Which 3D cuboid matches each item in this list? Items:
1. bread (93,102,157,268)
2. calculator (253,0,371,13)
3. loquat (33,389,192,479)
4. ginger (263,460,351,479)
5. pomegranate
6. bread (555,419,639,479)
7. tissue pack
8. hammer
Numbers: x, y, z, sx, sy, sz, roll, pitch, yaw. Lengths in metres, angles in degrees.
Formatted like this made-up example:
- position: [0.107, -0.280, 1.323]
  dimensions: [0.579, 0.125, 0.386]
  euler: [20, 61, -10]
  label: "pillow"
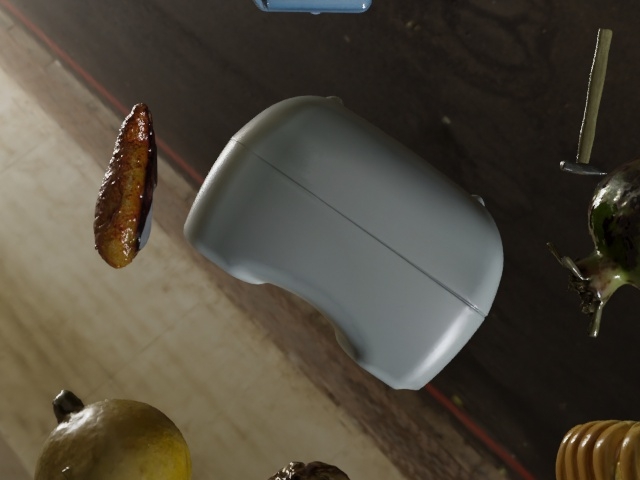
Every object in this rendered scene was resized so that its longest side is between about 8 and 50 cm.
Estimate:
- position: [-0.312, -0.087, 1.394]
  dimensions: [0.139, 0.095, 0.268]
  euler: [160, 113, -79]
  label: "bread"
- position: [-0.010, -0.403, 1.299]
  dimensions: [0.039, 0.210, 0.121]
  euler: [-143, 51, -76]
  label: "calculator"
- position: [-0.224, 0.247, 0.924]
  dimensions: [0.204, 0.172, 0.149]
  euler: [53, -154, 13]
  label: "loquat"
- position: [-0.079, 0.419, 1.146]
  dimensions: [0.165, 0.321, 0.172]
  euler: [23, -176, -43]
  label: "ginger"
- position: [0.309, -0.004, 0.831]
  dimensions: [0.148, 0.169, 0.148]
  euler: [52, -157, -34]
  label: "pomegranate"
- position: [0.461, 0.366, 1.348]
  dimensions: [0.311, 0.121, 0.172]
  euler: [112, 150, -73]
  label: "bread"
- position: [0.038, -0.013, 0.961]
  dimensions: [0.333, 0.236, 0.229]
  euler: [35, -179, -1]
  label: "tissue pack"
- position: [0.365, -0.183, 1.145]
  dimensions: [0.062, 0.198, 0.013]
  euler: [12, 176, -7]
  label: "hammer"
